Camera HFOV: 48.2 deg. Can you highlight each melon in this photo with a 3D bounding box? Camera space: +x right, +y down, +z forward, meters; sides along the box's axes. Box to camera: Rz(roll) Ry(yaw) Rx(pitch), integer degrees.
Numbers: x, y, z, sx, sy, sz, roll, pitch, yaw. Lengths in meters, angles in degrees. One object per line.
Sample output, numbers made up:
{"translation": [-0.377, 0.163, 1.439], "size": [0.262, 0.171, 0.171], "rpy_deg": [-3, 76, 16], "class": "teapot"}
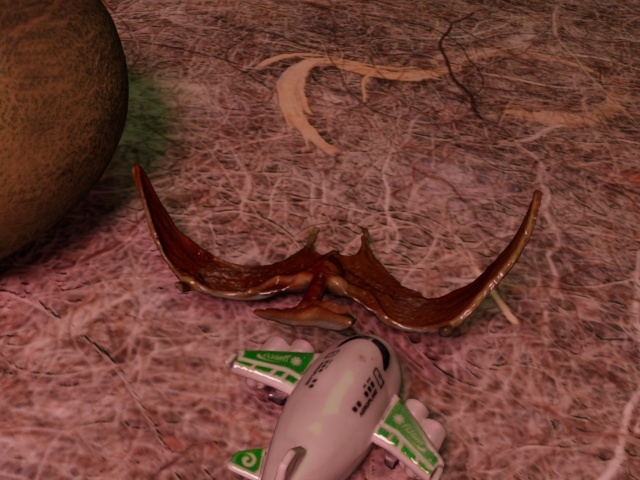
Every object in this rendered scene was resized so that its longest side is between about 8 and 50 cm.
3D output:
{"translation": [-0.299, -0.112, 0.595], "size": [0.248, 0.249, 0.329], "rpy_deg": [16, 49, 6], "class": "melon"}

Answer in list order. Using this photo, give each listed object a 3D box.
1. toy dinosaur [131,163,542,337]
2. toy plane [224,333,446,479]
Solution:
{"translation": [-0.004, -0.003, 0.620], "size": [0.327, 0.113, 0.206], "rpy_deg": [17, 23, 32], "class": "toy dinosaur"}
{"translation": [0.008, 0.126, 0.515], "size": [0.173, 0.080, 0.174], "rpy_deg": [8, 38, -6], "class": "toy plane"}
